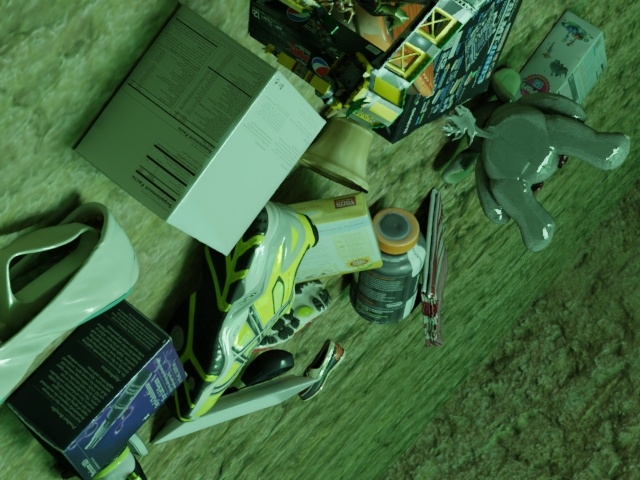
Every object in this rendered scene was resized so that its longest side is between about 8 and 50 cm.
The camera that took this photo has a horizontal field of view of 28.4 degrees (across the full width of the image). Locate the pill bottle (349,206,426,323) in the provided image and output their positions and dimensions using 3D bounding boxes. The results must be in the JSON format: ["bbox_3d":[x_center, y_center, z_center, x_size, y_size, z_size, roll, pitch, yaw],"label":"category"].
[{"bbox_3d":[0.126,0.043,2.353,0.130,0.130,0.246,-43,158,-28],"label":"pill bottle"}]

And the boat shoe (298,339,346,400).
[{"bbox_3d":[-0.004,0.264,2.567,0.043,0.049,0.137,37,92,-29],"label":"boat shoe"}]

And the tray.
[{"bbox_3d":[-0.147,0.278,2.128,0.270,0.030,0.145,-14,167,-35],"label":"tray"}]

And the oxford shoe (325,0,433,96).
[{"bbox_3d":[0.070,-0.269,1.724,0.363,0.132,0.130,22,62,-70],"label":"oxford shoe"}]

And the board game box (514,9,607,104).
[{"bbox_3d":[0.464,-0.295,2.612,0.303,0.097,0.224,-55,160,-1],"label":"board game box"}]

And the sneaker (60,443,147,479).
[{"bbox_3d":[-0.307,0.344,1.822,0.084,0.097,0.234,-44,-175,-21],"label":"sneaker"}]

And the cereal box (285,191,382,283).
[{"bbox_3d":[0.000,0.000,1.970,0.173,0.047,0.240,-10,158,4],"label":"cereal box"}]

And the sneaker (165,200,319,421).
[{"bbox_3d":[-0.117,0.116,1.842,0.147,0.145,0.385,5,125,-39],"label":"sneaker"}]

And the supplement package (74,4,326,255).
[{"bbox_3d":[-0.132,-0.120,1.444,0.203,0.149,0.194,-53,160,0],"label":"supplement package"}]

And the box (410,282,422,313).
[{"bbox_3d":[0.171,0.100,2.624,0.052,0.083,0.062,-49,160,-14],"label":"box"}]

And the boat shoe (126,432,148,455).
[{"bbox_3d":[-0.302,0.305,1.949,0.040,0.049,0.142,-30,155,-8],"label":"boat shoe"}]

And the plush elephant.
[{"bbox_3d":[0.367,-0.179,2.383,0.272,0.330,0.255,-57,-176,15],"label":"plush elephant"}]

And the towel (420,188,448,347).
[{"bbox_3d":[0.240,0.064,2.625,0.329,0.037,0.237,74,21,-66],"label":"towel"}]

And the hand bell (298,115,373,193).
[{"bbox_3d":[0.067,-0.204,1.873,0.242,0.126,0.126,-64,161,-4],"label":"hand bell"}]

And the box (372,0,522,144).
[{"bbox_3d":[0.215,-0.328,2.012,0.293,0.073,0.295,-35,153,-44],"label":"box"}]

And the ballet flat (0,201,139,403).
[{"bbox_3d":[-0.353,0.083,1.357,0.400,0.139,0.139,-42,158,-41],"label":"ballet flat"}]

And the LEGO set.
[{"bbox_3d":[0.011,-0.296,1.313,0.192,0.331,0.255,23,127,-42],"label":"LEGO set"}]

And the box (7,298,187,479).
[{"bbox_3d":[-0.293,0.199,1.683,0.207,0.108,0.153,-48,161,-17],"label":"box"}]

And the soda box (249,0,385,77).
[{"bbox_3d":[-0.006,-0.235,1.510,0.053,0.169,0.060,-41,158,-30],"label":"soda box"}]

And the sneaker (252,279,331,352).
[{"bbox_3d":[-0.087,0.143,2.085,0.279,0.107,0.118,-18,154,-53],"label":"sneaker"}]

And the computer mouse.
[{"bbox_3d":[-0.123,0.232,2.142,0.071,0.041,0.242,-13,165,-42],"label":"computer mouse"}]
